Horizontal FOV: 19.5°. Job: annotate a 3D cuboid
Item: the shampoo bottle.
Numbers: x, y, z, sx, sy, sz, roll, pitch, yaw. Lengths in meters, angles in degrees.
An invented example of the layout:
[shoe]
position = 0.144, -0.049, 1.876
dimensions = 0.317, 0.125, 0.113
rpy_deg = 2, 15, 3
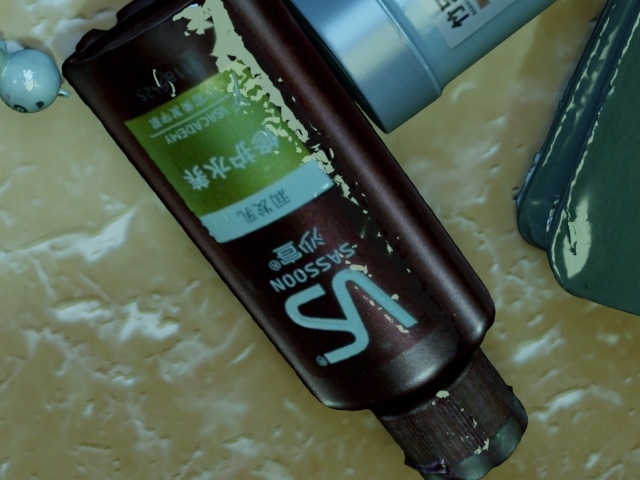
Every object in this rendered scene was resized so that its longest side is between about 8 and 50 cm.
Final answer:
[shampoo bottle]
position = 0.000, 0.000, 1.022
dimensions = 0.129, 0.084, 0.323
rpy_deg = -25, 113, 24

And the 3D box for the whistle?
[whistle]
position = -0.181, -0.093, 0.988
dimensions = 0.100, 0.035, 0.035
rpy_deg = 19, 102, -15

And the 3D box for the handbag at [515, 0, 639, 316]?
[handbag]
position = 0.268, -0.061, 1.072
dimensions = 0.260, 0.079, 0.247
rpy_deg = 19, 103, -17

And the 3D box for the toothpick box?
[toothpick box]
position = 0.066, -0.141, 0.991
dimensions = 0.153, 0.101, 0.101
rpy_deg = -38, 110, 0
